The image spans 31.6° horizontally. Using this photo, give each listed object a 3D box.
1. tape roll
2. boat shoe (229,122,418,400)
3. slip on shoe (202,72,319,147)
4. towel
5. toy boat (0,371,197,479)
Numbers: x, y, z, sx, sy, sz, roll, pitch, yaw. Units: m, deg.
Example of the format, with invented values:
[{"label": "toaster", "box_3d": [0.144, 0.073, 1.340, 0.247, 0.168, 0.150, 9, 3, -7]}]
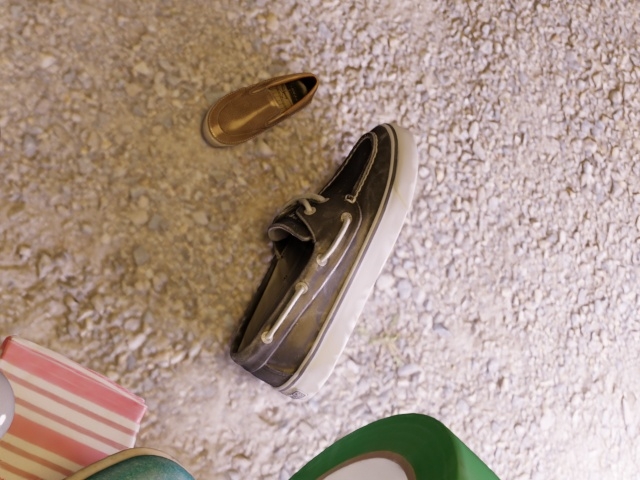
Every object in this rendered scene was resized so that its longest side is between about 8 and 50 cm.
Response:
[{"label": "tape roll", "box_3d": [0.012, 0.286, 0.904, 0.077, 0.321, 0.321, 45, 60, -15]}, {"label": "boat shoe", "box_3d": [0.000, 0.000, 1.100, 0.102, 0.108, 0.301, 32, 71, -22]}, {"label": "slip on shoe", "box_3d": [-0.057, -0.134, 1.129, 0.135, 0.041, 0.051, -25, 92, -33]}, {"label": "towel", "box_3d": [-0.242, 0.195, 0.951, 0.144, 0.029, 0.197, 31, 65, -24]}, {"label": "toy boat", "box_3d": [-0.205, 0.229, 0.854, 0.267, 0.148, 0.318, -44, 104, -37]}]
